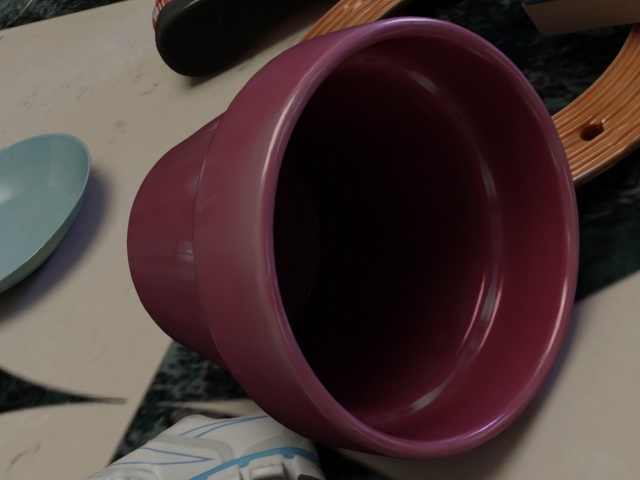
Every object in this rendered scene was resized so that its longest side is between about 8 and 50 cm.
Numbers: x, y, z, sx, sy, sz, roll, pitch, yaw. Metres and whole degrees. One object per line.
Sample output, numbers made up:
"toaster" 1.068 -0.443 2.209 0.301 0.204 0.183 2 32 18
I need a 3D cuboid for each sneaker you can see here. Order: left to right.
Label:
"sneaker" -0.085 0.135 0.536 0.190 0.071 0.083 -17 33 6
"sneaker" -0.031 -0.257 0.896 0.270 0.090 0.145 -28 40 11

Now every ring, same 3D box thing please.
"ring" 0.108 -0.122 0.700 0.336 0.032 0.336 -20 40 18

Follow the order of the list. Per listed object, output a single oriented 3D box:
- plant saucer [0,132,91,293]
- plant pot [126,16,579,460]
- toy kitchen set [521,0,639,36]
"plant saucer" -0.259 -0.008 0.829 0.195 0.037 0.195 -20 39 17
"plant pot" 0.000 0.000 0.522 0.180 0.201 0.201 -1 46 52
"toy kitchen set" 0.170 -0.259 0.603 0.122 0.166 0.207 -3 62 36
